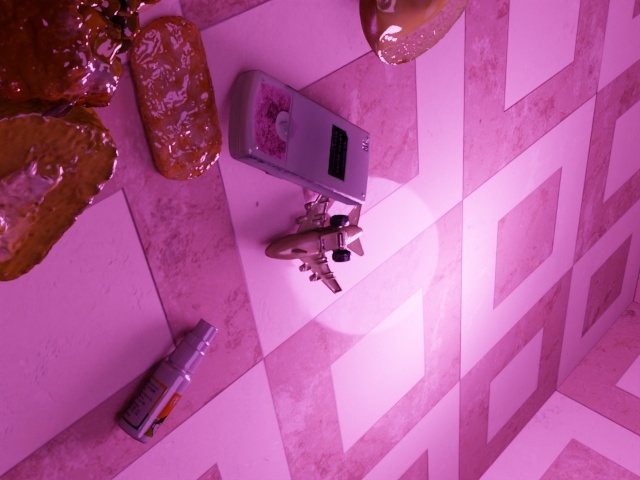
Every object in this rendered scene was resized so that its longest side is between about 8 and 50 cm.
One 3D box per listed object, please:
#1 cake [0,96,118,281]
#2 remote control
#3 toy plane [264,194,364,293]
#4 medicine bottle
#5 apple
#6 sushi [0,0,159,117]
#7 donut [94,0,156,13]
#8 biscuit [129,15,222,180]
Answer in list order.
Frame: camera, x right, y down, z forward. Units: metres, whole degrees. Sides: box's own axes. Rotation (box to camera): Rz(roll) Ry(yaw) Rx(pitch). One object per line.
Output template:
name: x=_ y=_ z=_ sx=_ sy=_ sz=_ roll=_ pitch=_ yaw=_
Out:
cake: x=-0.361 y=-0.073 z=0.777 sx=0.260 sy=0.156 sz=0.179 roll=-47 pitch=147 yaw=14
remote control: x=-0.023 y=-0.163 z=1.206 sx=0.344 sy=0.050 sz=0.145 roll=19 pitch=74 yaw=-52
toy plane: x=0.000 y=0.000 z=1.337 sx=0.244 sy=0.092 sz=0.229 roll=-17 pitch=108 yaw=-47
medicine bottle: x=-0.248 y=0.236 z=1.217 sx=0.220 sy=0.061 sz=0.092 roll=-55 pitch=167 yaw=-10
apple: x=0.152 y=-0.411 z=1.245 sx=0.265 sy=0.120 sz=0.193 roll=-35 pitch=148 yaw=-28
sushi: x=-0.238 y=-0.235 z=0.623 sx=0.179 sy=0.167 sz=0.296 roll=-18 pitch=127 yaw=-5
donut: x=-0.259 y=-0.382 z=0.743 sx=0.371 sy=0.150 sz=0.307 roll=-37 pitch=135 yaw=-28
biscuit: x=-0.202 y=-0.196 z=1.024 sx=0.118 sy=0.029 sz=0.247 roll=-34 pitch=135 yaw=-32
